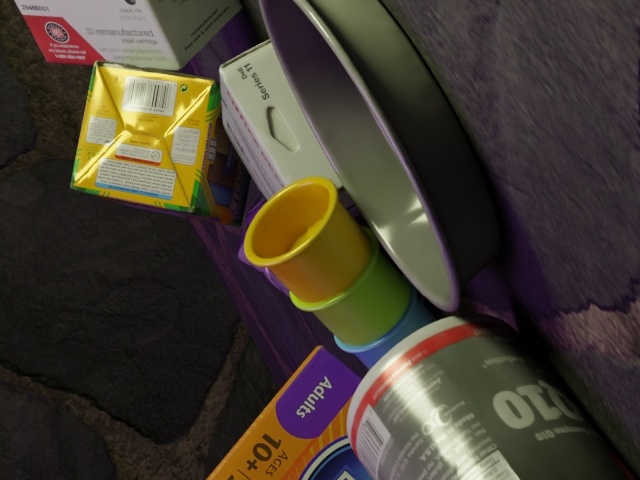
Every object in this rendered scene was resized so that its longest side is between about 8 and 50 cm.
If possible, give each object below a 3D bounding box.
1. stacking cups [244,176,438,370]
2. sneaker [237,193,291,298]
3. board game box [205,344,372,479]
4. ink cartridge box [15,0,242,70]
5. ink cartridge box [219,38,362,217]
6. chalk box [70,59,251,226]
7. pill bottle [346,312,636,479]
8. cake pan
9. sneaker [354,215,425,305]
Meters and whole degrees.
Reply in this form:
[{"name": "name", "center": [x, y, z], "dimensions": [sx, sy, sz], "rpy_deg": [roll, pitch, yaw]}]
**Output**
[{"name": "stacking cups", "center": [0.068, 0.079, 1.691], "dimensions": [0.316, 0.096, 0.096], "rpy_deg": [46, -179, -30]}, {"name": "sneaker", "center": [0.000, 0.000, 2.031], "dimensions": [0.152, 0.114, 0.305], "rpy_deg": [40, 171, 3]}, {"name": "board game box", "center": [0.006, 0.377, 1.804], "dimensions": [0.356, 0.356, 0.356], "rpy_deg": [38, 161, 5]}, {"name": "ink cartridge box", "center": [-0.225, -0.308, 1.904], "dimensions": [0.197, 0.114, 0.273], "rpy_deg": [7, 134, 40]}, {"name": "ink cartridge box", "center": [-0.019, -0.086, 1.780], "dimensions": [0.153, 0.087, 0.208], "rpy_deg": [59, 174, 8]}, {"name": "chalk box", "center": [-0.142, -0.090, 1.971], "dimensions": [0.213, 0.132, 0.132], "rpy_deg": [21, -101, -74]}, {"name": "pill bottle", "center": [0.152, 0.201, 1.470], "dimensions": [0.283, 0.161, 0.161], "rpy_deg": [53, 170, 39]}, {"name": "cake pan", "center": [0.046, -0.084, 1.490], "dimensions": [0.293, 0.054, 0.293], "rpy_deg": [58, 172, 13]}, {"name": "sneaker", "center": [0.061, 0.066, 1.869], "dimensions": [0.234, 0.078, 0.106], "rpy_deg": [62, 170, -31]}]
